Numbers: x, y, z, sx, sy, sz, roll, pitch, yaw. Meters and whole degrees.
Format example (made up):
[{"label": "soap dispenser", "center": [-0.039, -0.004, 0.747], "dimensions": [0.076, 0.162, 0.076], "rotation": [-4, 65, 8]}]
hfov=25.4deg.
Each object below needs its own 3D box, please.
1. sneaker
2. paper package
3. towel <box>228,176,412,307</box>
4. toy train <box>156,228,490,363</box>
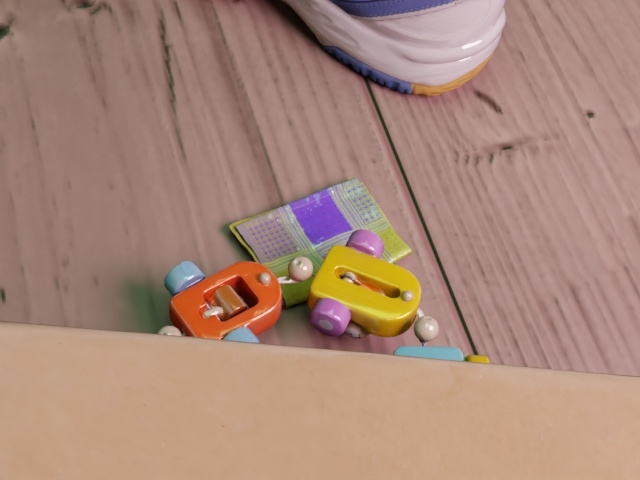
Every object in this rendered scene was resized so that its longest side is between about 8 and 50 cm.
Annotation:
[{"label": "sneaker", "center": [-0.022, -0.202, 0.818], "dimensions": [0.296, 0.131, 0.112], "rotation": [24, 56, 10]}, {"label": "paper package", "center": [0.018, 0.200, 0.458], "dimensions": [0.325, 0.168, 0.309], "rotation": [7, 52, -27]}, {"label": "towel", "center": [0.000, 0.000, 0.748], "dimensions": [0.083, 0.009, 0.060], "rotation": [-20, 59, -22]}, {"label": "toy train", "center": [0.005, 0.063, 0.684], "dimensions": [0.125, 0.046, 0.166], "rotation": [-33, 63, -25]}]
